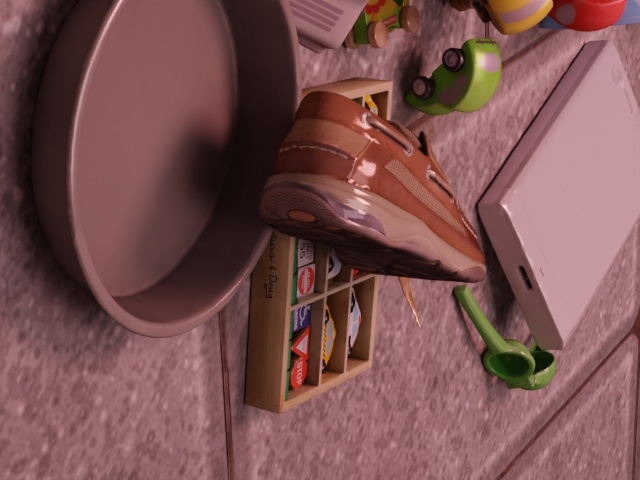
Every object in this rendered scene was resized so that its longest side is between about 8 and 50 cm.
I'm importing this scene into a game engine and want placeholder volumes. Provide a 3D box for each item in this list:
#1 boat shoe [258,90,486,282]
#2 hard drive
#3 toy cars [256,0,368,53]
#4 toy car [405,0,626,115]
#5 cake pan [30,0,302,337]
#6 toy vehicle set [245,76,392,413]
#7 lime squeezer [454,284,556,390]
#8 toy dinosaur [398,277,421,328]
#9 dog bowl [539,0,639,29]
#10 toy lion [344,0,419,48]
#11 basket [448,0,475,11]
[{"bbox_3d":[0.060,-0.038,1.431,0.324,0.123,0.116,29,69,-66],"label":"boat shoe"},{"bbox_3d":[0.285,-0.054,1.976,0.307,0.040,0.203,-53,128,-39],"label":"hard drive"},{"bbox_3d":[0.107,-0.286,1.391,0.393,0.087,0.176,-30,117,-18],"label":"toy cars"},{"bbox_3d":[0.170,-0.176,1.604,0.239,0.053,0.225,-8,153,-51],"label":"toy car"},{"bbox_3d":[-0.109,-0.078,1.272,0.293,0.054,0.293,-32,128,-54],"label":"cake pan"},{"bbox_3d":[0.000,0.000,1.521,0.166,0.035,0.267,-22,119,-58],"label":"toy vehicle set"},{"bbox_3d":[0.223,0.111,1.955,0.310,0.059,0.110,9,93,-61],"label":"lime squeezer"},{"bbox_3d":[0.074,-0.011,1.623,0.183,0.053,0.093,83,24,-45],"label":"toy dinosaur"},{"bbox_3d":[0.342,-0.288,1.921,0.297,0.166,0.074,-28,114,-55],"label":"dog bowl"},{"bbox_3d":[0.047,-0.219,1.535,0.100,0.034,0.096,-32,120,-54],"label":"toy lion"},{"bbox_3d":[0.256,-0.367,1.665,0.299,0.213,0.223,-51,141,-40],"label":"basket"}]
